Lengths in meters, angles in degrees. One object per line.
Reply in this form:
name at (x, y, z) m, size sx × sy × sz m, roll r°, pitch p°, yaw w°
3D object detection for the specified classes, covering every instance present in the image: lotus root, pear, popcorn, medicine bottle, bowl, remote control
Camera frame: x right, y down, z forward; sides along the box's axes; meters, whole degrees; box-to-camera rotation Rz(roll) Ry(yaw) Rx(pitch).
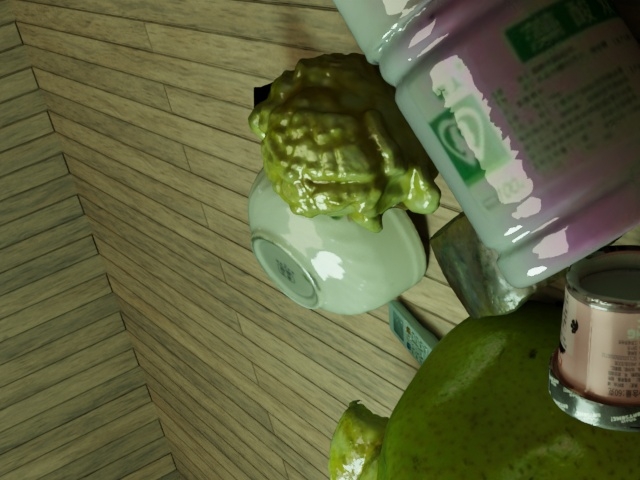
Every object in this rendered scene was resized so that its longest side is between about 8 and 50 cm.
lotus root at (0.208, 0.002, 1.265) m, size 0.119 × 0.138 × 0.235 m, roll 54°, pitch 152°, yaw 1°
pear at (0.195, 0.240, 1.292) m, size 0.342 × 0.318 × 0.238 m, roll 47°, pitch 156°, yaw 34°
popcorn at (0.032, -0.118, 1.382) m, size 0.256 × 0.255 × 0.194 m, roll -60°, pitch -12°, yaw -69°
medicine bottle at (0.175, -0.143, 1.035) m, size 0.325 × 0.212 × 0.212 m, roll 59°, pitch 157°, yaw 6°
bowl at (0.000, 0.000, 1.603) m, size 0.277 × 0.145 × 0.277 m, roll 38°, pitch 155°, yaw 21°
popcorn at (0.130, 0.368, 1.609) m, size 0.326 × 0.290 × 0.321 m, roll 41°, pitch 151°, yaw 8°
remote control at (0.148, 0.149, 1.664) m, size 0.162 × 0.029 × 0.061 m, roll 49°, pitch 152°, yaw 44°

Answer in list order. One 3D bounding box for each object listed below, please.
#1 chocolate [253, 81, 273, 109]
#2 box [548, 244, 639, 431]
chocolate at (-0.022, -0.173, 1.635) m, size 0.125 × 0.080 × 0.148 m, roll 28°, pitch 150°, yaw 40°
box at (0.295, 0.088, 1.123) m, size 0.151 × 0.151 × 0.135 m, roll 31°, pitch 133°, yaw 54°
